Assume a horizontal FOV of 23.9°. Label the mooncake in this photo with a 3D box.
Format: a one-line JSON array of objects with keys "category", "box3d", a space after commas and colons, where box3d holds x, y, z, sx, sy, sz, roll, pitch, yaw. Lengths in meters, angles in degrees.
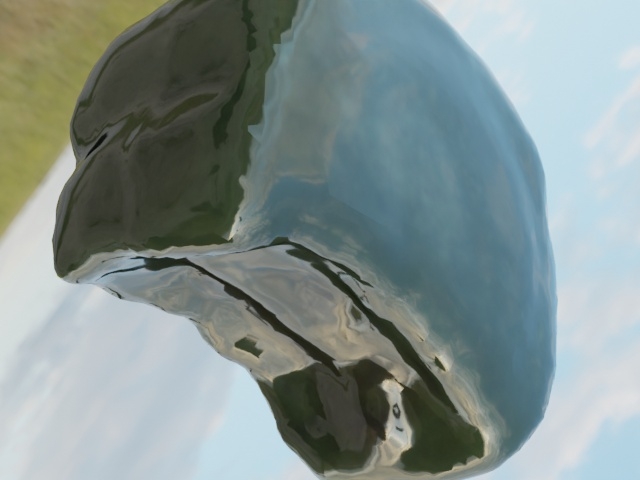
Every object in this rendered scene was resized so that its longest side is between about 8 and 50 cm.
[{"category": "mooncake", "box3d": [0.000, 0.000, 0.477, 0.104, 0.175, 0.168, -23, -172, 30]}]
